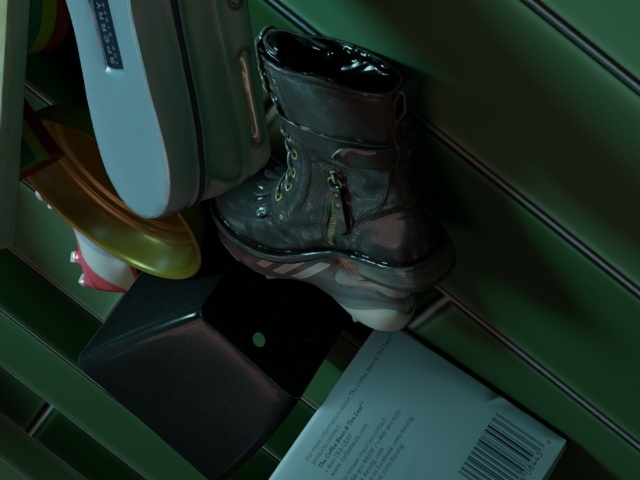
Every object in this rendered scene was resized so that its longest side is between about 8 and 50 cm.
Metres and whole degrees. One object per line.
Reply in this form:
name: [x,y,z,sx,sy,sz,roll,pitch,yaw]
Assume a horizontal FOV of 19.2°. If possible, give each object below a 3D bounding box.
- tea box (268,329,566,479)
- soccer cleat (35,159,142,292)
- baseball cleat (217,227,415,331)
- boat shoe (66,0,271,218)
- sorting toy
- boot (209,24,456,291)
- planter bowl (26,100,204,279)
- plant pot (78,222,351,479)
tea box: [0.037,0.308,1.833,0.220,0.329,0.323,34,157,6]
soccer cleat: [-0.218,-0.036,1.888,0.095,0.083,0.248,-1,140,10]
baseball cleat: [0.000,0.000,1.668,0.206,0.072,0.109,26,138,19]
boat shoe: [-0.089,-0.207,1.322,0.136,0.156,0.367,12,117,52]
sorting toy: [-0.312,-0.150,1.646,0.255,0.089,0.257,21,111,44]
boot: [-0.007,-0.080,1.513,0.263,0.091,0.229,14,142,34]
planter bowl: [-0.173,-0.068,1.730,0.217,0.090,0.217,30,155,16]
plant pot: [-0.080,0.090,1.798,0.188,0.187,0.167,43,144,-13]
